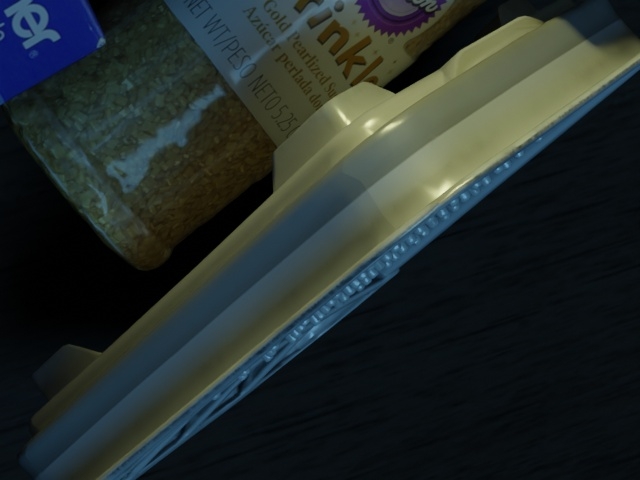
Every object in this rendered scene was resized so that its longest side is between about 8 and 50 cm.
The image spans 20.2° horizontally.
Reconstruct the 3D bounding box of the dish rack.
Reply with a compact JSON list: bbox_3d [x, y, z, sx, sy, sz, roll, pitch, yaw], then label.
[{"bbox_3d":[0.000,0.000,0.872,0.333,0.072,0.285,-40,175,37],"label":"dish rack"}]

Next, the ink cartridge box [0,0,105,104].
[{"bbox_3d":[-0.264,-0.133,0.667,0.395,0.151,0.270,-33,136,-7],"label":"ink cartridge box"}]

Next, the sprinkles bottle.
[{"bbox_3d":[0.017,-0.137,0.859,0.355,0.121,0.121,-38,136,1],"label":"sprinkles bottle"}]
